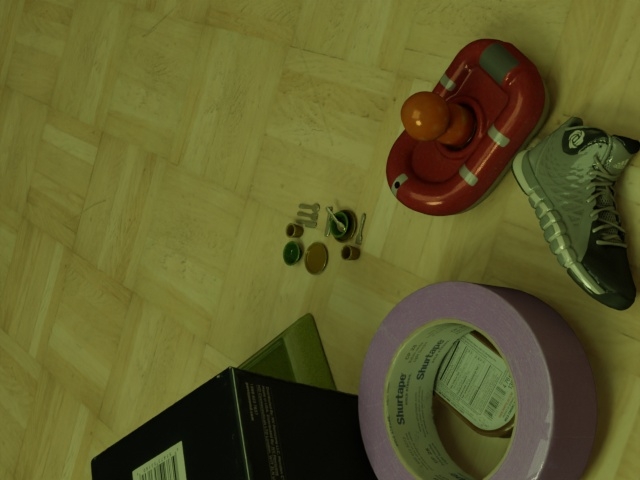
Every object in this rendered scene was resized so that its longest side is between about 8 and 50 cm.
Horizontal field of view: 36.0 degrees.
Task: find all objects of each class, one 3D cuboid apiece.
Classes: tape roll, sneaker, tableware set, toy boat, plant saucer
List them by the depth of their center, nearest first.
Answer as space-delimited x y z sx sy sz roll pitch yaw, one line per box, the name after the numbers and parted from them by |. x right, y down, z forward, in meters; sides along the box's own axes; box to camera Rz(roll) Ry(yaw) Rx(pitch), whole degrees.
0.304 -0.046 1.068 0.132 0.086 0.229 -46 52 30 | sneaker
0.170 0.186 1.118 0.275 0.090 0.275 -10 75 45 | tape roll
0.155 -0.139 1.193 0.231 0.151 0.151 -56 48 25 | toy boat
0.000 0.000 1.432 0.154 0.024 0.104 12 93 47 | tableware set
-0.061 0.229 1.443 0.188 0.045 0.188 -40 56 36 | plant saucer

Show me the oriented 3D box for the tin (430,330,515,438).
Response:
0.185 0.161 1.197 0.189 0.040 0.106 38 107 44 | tin

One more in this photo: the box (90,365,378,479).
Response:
-0.079 0.318 1.240 0.296 0.294 0.183 -36 53 34 | box
